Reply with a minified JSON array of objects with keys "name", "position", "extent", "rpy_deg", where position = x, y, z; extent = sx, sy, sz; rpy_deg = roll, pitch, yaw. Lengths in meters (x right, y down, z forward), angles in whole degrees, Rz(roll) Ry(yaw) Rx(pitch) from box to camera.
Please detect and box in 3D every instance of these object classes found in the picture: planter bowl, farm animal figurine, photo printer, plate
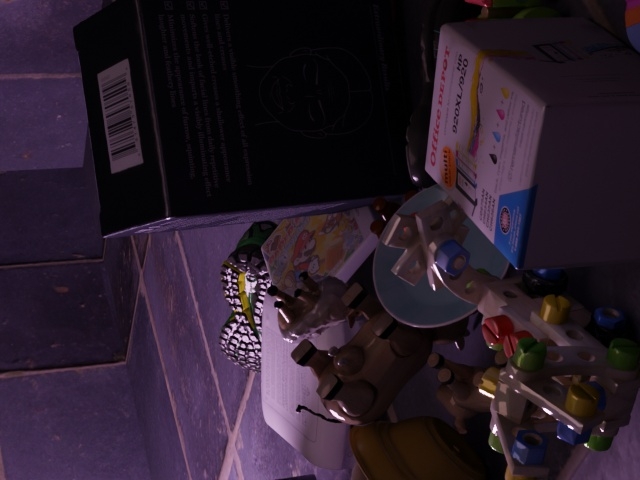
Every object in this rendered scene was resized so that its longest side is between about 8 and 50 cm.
[{"name":"planter bowl","position":[0.143,0.286,1.686],"extent":[0.090,0.217,0.217],"rpy_deg":[-46,37,12]},{"name":"farm animal figurine","position":[0.121,0.126,1.645],"extent":[0.327,0.172,0.330],"rpy_deg":[-35,49,17]},{"name":"photo printer","position":[-0.002,0.211,2.123],"extent":[0.307,0.107,0.256],"rpy_deg":[-157,66,-68]},{"name":"plate","position":[0.145,0.017,1.551],"extent":[0.188,0.024,0.188],"rpy_deg":[-18,56,30]}]

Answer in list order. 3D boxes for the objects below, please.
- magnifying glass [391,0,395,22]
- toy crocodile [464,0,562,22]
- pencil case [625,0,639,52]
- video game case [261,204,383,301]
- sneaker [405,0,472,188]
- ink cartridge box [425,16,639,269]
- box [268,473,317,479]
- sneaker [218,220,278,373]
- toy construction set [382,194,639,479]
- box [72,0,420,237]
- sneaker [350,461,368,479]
[{"name":"magnifying glass","position":[0.088,-0.420,1.877],"extent":[0.092,0.026,0.231],"rpy_deg":[-173,82,-70]},{"name":"toy crocodile","position":[0.200,-0.291,1.457],"extent":[0.115,0.105,0.340],"rpy_deg":[-154,63,-68]},{"name":"pencil case","position":[0.340,-0.205,1.090],"extent":[0.236,0.104,0.104],"rpy_deg":[172,94,-71]},{"name":"video game case","position":[0.000,0.000,2.037],"extent":[0.227,0.026,0.206],"rpy_deg":[-51,35,25]},{"name":"sneaker","position":[0.170,-0.183,1.601],"extent":[0.101,0.106,0.267],"rpy_deg":[52,-138,-62]},{"name":"ink cartridge box","position":[0.227,-0.102,1.320],"extent":[0.232,0.168,0.171],"rpy_deg":[-125,35,-57]},{"name":"box","position":[-0.062,0.508,2.084],"extent":[0.142,0.163,0.247],"rpy_deg":[105,153,-45]},{"name":"sneaker","position":[-0.095,0.112,2.396],"extent":[0.146,0.134,0.343],"rpy_deg":[-62,-16,-44]},{"name":"toy construction set","position":[0.197,0.095,1.356],"extent":[0.327,0.215,0.151],"rpy_deg":[56,143,35]},{"name":"box","position":[-0.098,-0.176,1.814],"extent":[0.212,0.396,0.293],"rpy_deg":[-12,85,57]},{"name":"sneaker","position":[0.116,0.387,1.708],"extent":[0.102,0.161,0.282],"rpy_deg":[-43,43,10]}]
